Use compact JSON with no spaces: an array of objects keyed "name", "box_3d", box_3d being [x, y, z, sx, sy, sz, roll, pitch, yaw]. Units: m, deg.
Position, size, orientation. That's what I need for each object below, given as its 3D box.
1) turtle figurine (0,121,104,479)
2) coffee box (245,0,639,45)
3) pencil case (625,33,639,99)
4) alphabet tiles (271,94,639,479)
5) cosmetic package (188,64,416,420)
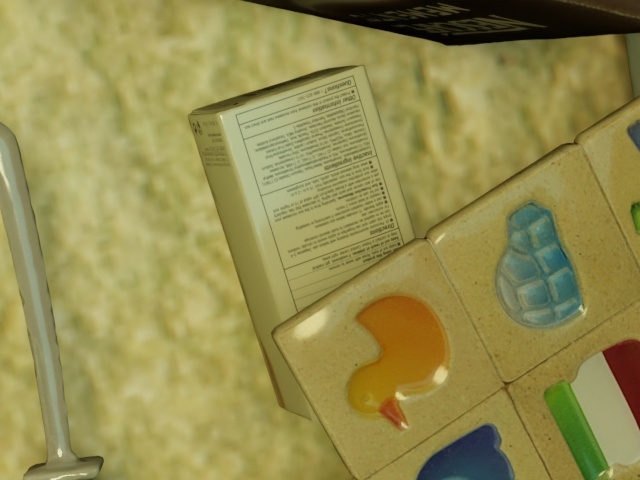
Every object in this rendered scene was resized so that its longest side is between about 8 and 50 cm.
[{"name":"turtle figurine","box_3d":[-0.091,0.156,0.545,0.266,0.198,0.275,40,93,-14]},{"name":"coffee box","box_3d":[-0.051,-0.146,0.576,0.297,0.168,0.119,10,90,-19]},{"name":"pencil case","box_3d":[0.166,-0.136,0.680,0.124,0.113,0.273,-12,96,-7]},{"name":"alphabet tiles","box_3d":[0.142,0.087,0.634,0.342,0.011,0.285,-32,110,-10]},{"name":"cosmetic package","box_3d":[0.000,0.000,0.668,0.060,0.041,0.115,-18,99,-18]}]
